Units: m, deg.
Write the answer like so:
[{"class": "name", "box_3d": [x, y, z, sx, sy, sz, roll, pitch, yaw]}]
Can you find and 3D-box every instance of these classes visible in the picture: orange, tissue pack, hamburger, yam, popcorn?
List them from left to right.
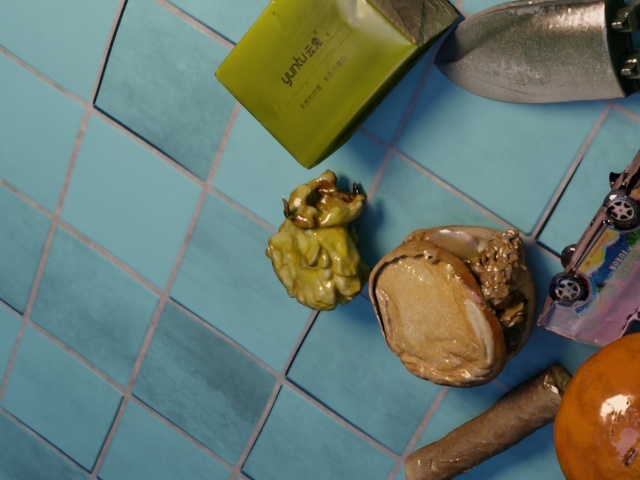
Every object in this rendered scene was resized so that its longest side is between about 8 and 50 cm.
[{"class": "popcorn", "box_3d": [0.003, 0.008, 2.080, 0.168, 0.173, 0.195, -113, 31, -43]}, {"class": "tissue pack", "box_3d": [0.019, -0.272, 1.924, 0.200, 0.167, 0.275, 46, 127, 3]}, {"class": "hamburger", "box_3d": [0.197, 0.090, 2.022, 0.243, 0.146, 0.286, 41, 134, 15]}, {"class": "yam", "box_3d": [0.258, 0.299, 2.131, 0.356, 0.081, 0.081, -38, 92, 37]}, {"class": "orange", "box_3d": [0.460, 0.256, 1.872, 0.284, 0.226, 0.284, -6, 121, -11]}]

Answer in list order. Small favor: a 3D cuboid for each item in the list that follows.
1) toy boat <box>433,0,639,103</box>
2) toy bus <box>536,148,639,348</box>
[{"class": "toy boat", "box_3d": [0.286, -0.253, 1.829, 0.319, 0.092, 0.141, 0, 115, 39]}, {"class": "toy bus", "box_3d": [0.418, 0.010, 1.874, 0.138, 0.112, 0.317, 28, 127, 4]}]
